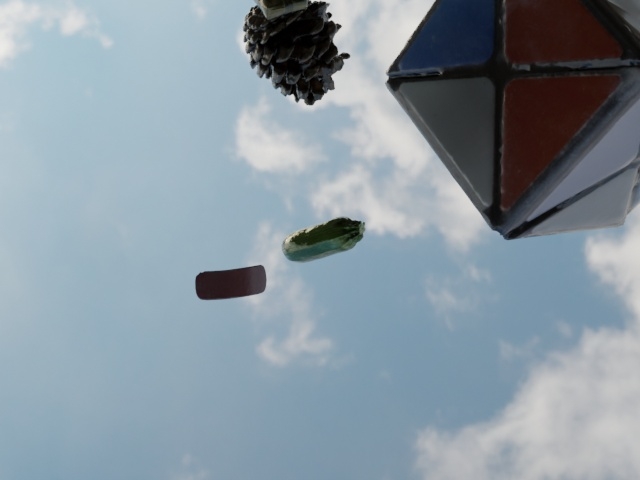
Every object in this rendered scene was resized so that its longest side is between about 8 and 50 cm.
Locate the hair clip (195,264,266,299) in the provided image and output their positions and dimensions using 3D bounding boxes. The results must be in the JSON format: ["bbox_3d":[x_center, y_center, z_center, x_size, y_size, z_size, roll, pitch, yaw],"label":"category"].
[{"bbox_3d":[-0.157,0.076,1.772,0.137,0.054,0.022,-6,-171,-26],"label":"hair clip"}]

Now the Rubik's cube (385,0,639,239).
[{"bbox_3d":[0.324,-0.207,1.255,0.310,0.305,0.307,-5,-128,-43],"label":"Rubik's cube"}]

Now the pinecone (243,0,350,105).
[{"bbox_3d":[-0.043,-0.346,1.779,0.179,0.205,0.184,-24,-168,35],"label":"pinecone"}]

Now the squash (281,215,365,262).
[{"bbox_3d":[0.000,0.000,1.904,0.077,0.068,0.219,-7,173,-45],"label":"squash"}]

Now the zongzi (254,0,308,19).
[{"bbox_3d":[-0.066,-0.378,1.538,0.076,0.040,0.083,-18,-141,-19],"label":"zongzi"}]
